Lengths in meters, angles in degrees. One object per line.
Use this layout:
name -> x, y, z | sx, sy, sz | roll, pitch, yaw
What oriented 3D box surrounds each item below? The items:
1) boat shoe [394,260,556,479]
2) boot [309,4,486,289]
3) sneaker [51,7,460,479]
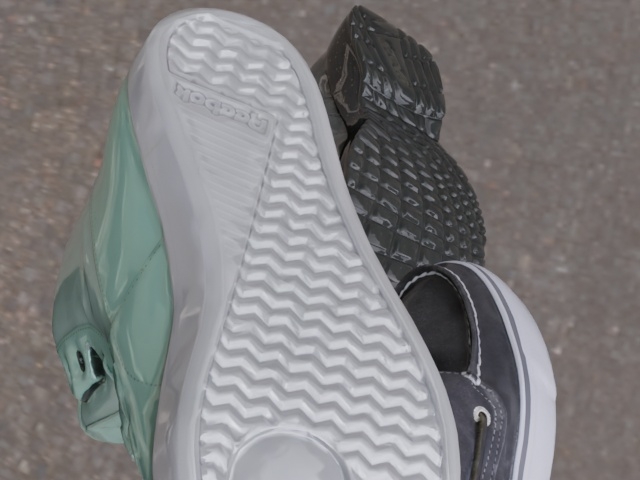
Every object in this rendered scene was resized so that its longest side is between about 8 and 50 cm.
boat shoe -> 0.030, 0.088, 0.564 | 0.076, 0.080, 0.229 | 42, 43, -34
boot -> 0.000, 0.000, 0.815 | 0.083, 0.246, 0.161 | 30, 121, -22
sneaker -> -0.033, 0.063, 0.537 | 0.094, 0.151, 0.256 | 4, 53, -23
